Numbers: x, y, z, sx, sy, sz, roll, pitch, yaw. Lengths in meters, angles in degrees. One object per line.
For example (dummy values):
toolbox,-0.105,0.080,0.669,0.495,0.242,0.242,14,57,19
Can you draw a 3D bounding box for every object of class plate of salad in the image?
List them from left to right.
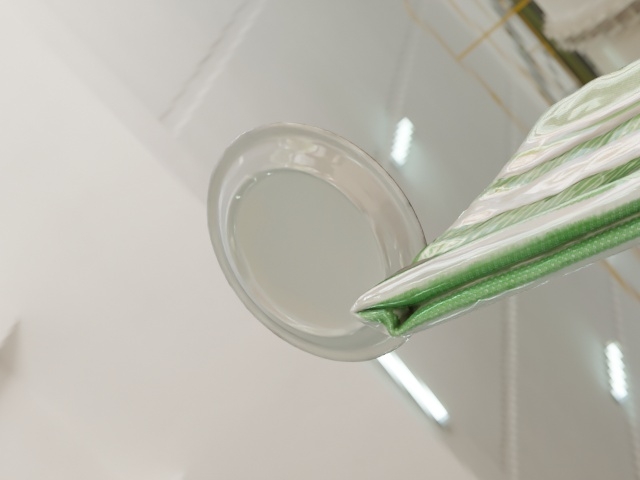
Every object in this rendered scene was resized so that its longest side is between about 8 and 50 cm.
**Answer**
plate of salad,0.000,0.000,1.146,0.200,0.200,0.048,50,-137,1

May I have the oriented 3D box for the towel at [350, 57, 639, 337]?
towel,0.171,-0.060,0.844,0.038,0.248,0.325,57,-144,-9
